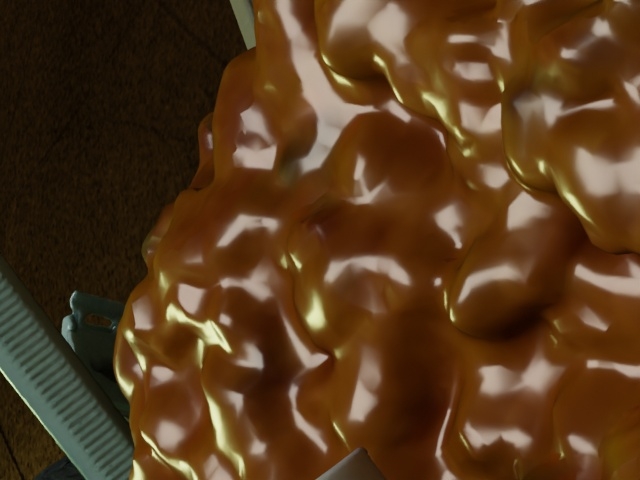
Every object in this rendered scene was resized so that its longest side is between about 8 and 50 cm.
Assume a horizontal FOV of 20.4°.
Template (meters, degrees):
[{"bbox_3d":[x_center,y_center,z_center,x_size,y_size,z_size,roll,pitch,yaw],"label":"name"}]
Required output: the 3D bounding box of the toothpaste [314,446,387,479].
[{"bbox_3d":[0.085,0.199,0.456,0.323,0.066,0.100,52,132,6],"label":"toothpaste"}]

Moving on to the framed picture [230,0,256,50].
[{"bbox_3d":[0.030,-0.169,0.779,0.250,0.016,0.184,-52,44,37],"label":"framed picture"}]

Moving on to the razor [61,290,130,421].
[{"bbox_3d":[0.000,0.000,0.735,0.232,0.106,0.068,-44,47,30],"label":"razor"}]

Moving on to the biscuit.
[{"bbox_3d":[0.051,0.031,0.570,0.318,0.110,0.312,42,121,34],"label":"biscuit"}]

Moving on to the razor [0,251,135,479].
[{"bbox_3d":[-0.079,0.103,0.717,0.278,0.056,0.111,62,165,-9],"label":"razor"}]

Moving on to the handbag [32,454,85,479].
[{"bbox_3d":[-0.169,0.193,0.821,0.175,0.270,0.089,20,135,51],"label":"handbag"}]
